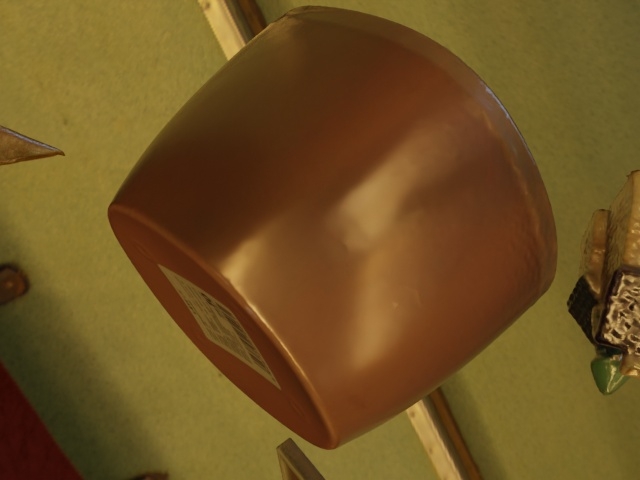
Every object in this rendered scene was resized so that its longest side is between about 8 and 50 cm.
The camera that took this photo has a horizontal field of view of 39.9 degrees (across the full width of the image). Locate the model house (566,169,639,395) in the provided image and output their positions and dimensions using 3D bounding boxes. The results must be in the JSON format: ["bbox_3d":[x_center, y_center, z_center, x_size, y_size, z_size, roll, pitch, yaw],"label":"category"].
[{"bbox_3d":[0.505,0.093,1.334,0.243,0.284,0.298,18,156,12],"label":"model house"}]

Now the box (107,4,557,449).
[{"bbox_3d":[0.000,0.000,0.664,0.216,0.301,0.301,-44,114,-21],"label":"box"}]

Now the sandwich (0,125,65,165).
[{"bbox_3d":[-0.296,-0.102,0.780,0.116,0.074,0.074,-15,104,-32],"label":"sandwich"}]

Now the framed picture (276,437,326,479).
[{"bbox_3d":[0.046,0.358,0.842,0.020,0.240,0.324,-29,137,-21],"label":"framed picture"}]
